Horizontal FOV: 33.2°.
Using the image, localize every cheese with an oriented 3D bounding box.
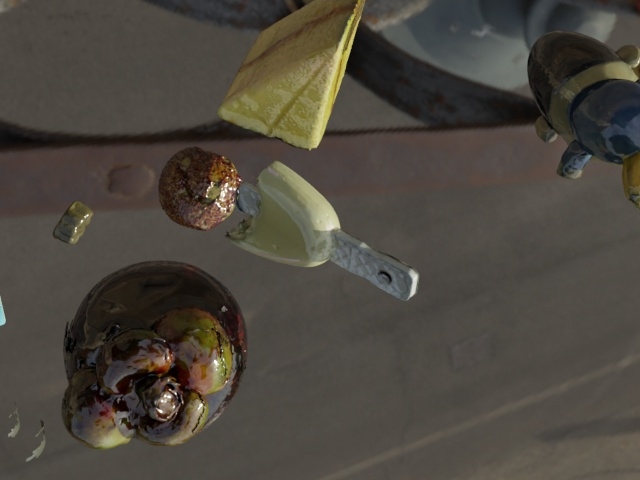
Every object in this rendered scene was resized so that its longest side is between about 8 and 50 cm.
[{"bbox_3d":[0.001,0.000,1.135,0.050,0.235,0.127,-41,151,-40],"label":"cheese"}]

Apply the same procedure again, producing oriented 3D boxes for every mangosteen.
[{"bbox_3d":[-0.334,0.250,2.164,0.381,0.421,0.381,0,133,0],"label":"mangosteen"}]

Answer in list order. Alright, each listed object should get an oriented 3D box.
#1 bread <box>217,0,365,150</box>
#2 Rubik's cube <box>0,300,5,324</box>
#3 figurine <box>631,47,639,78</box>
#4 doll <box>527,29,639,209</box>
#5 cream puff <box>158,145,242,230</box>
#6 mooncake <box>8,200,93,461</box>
[{"bbox_3d":[-0.040,-0.282,1.562,0.163,0.167,0.264,20,148,2],"label":"bread"},{"bbox_3d":[-0.656,0.058,1.771,0.213,0.224,0.265,-18,128,-22],"label":"Rubik's cube"},{"bbox_3d":[0.493,-0.249,1.462,0.324,0.124,0.222,-10,151,-1],"label":"figurine"},{"bbox_3d":[0.192,-0.084,0.711,0.102,0.179,0.089,-40,130,15],"label":"doll"},{"bbox_3d":[-0.208,-0.091,1.803,0.149,0.149,0.084,-37,162,11],"label":"cream puff"},{"bbox_3d":[-0.360,0.117,1.407,0.057,0.150,0.347,19,122,12],"label":"mooncake"}]
